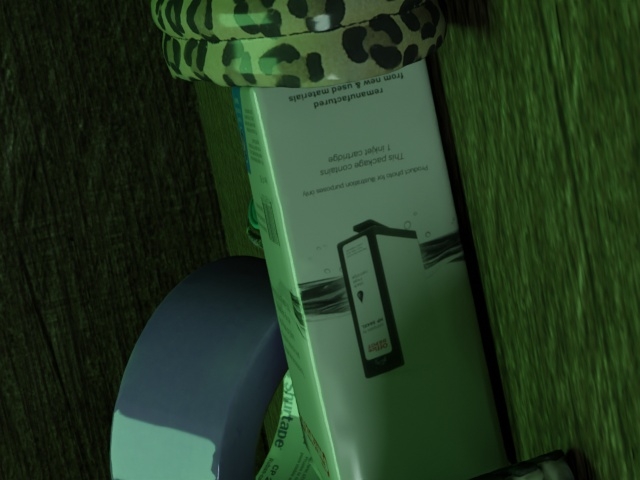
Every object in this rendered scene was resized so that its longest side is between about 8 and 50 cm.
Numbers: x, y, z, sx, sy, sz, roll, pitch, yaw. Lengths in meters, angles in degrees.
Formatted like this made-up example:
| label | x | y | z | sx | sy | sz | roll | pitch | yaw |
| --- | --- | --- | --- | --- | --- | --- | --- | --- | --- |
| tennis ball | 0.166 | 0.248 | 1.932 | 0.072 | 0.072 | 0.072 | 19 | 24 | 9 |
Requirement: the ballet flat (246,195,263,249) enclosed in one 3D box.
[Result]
| label | x | y | z | sx | sy | sz | roll | pitch | yaw |
| --- | --- | --- | --- | --- | --- | --- | --- | --- | --- |
| ballet flat | 0.000 | 0.000 | 1.154 | 0.079 | 0.077 | 0.221 | 59 | 177 | -11 |

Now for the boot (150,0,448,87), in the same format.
| label | x | y | z | sx | sy | sz | roll | pitch | yaw |
| --- | --- | --- | --- | --- | --- | --- | --- | --- | --- |
| boot | -0.042 | -0.225 | 0.788 | 0.377 | 0.138 | 0.284 | -141 | 38 | -72 |

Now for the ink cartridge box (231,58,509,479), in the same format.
| label | x | y | z | sx | sy | sz | roll | pitch | yaw |
| --- | --- | --- | --- | --- | --- | --- | --- | --- | --- |
| ink cartridge box | 0.020 | 0.014 | 0.874 | 0.148 | 0.086 | 0.203 | -142 | 39 | -81 |

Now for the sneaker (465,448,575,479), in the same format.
| label | x | y | z | sx | sy | sz | roll | pitch | yaw |
| --- | --- | --- | --- | --- | --- | --- | --- | --- | --- |
| sneaker | 0.058 | 0.181 | 0.784 | 0.283 | 0.110 | 0.122 | 99 | 154 | -74 |

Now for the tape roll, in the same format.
| label | x | y | z | sx | sy | sz | roll | pitch | yaw |
| --- | --- | --- | --- | --- | --- | --- | --- | --- | --- |
| tape roll | -0.029 | 0.107 | 1.022 | 0.080 | 0.189 | 0.189 | 10 | 122 | 35 |
